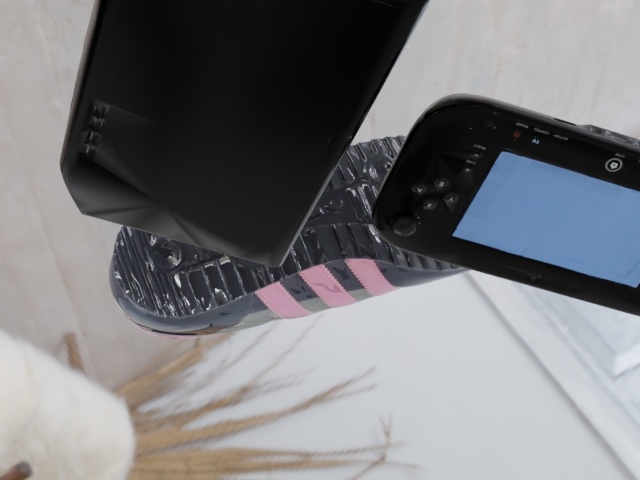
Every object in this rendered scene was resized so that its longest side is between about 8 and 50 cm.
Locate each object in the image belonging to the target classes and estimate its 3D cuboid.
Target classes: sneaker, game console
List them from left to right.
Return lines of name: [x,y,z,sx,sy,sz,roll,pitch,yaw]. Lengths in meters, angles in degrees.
sneaker: [0.000,0.000,0.841,0.319,0.112,0.131,-8,165,-16]
game console: [0.060,-0.043,0.564,0.361,0.044,0.213,15,142,-12]
